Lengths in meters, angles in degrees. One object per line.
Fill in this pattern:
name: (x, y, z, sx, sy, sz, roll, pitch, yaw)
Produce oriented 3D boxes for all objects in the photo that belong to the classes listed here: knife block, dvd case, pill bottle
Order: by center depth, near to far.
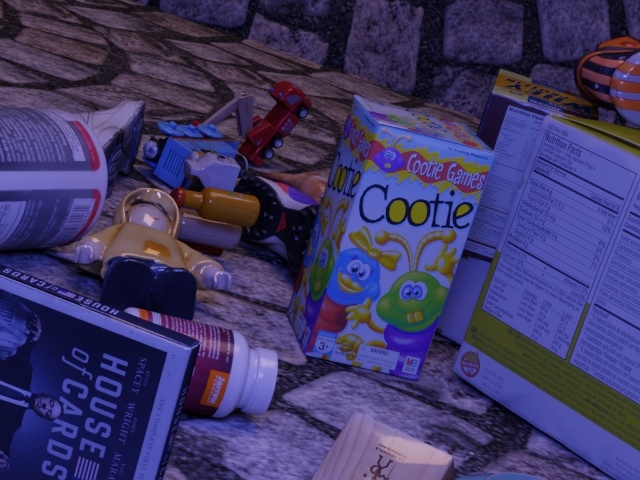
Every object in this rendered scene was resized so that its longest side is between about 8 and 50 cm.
knife block: (0.009, 0.265, 1.245, 0.088, 0.242, 0.275, 24, -29, 19)
dvd case: (-0.224, 0.117, 1.283, 0.239, 0.179, 0.029, 20, 19, 11)
pill bottle: (-0.121, 0.119, 1.584, 0.152, 0.086, 0.086, 13, 15, -14)
pill bottle: (-0.381, -0.067, 1.820, 0.161, 0.161, 0.283, 26, 16, 31)

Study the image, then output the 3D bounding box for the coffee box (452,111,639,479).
coffee box: (0.422, 0.076, 1.890, 0.338, 0.334, 0.338, 4, 20, -43)

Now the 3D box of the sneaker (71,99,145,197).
sneaker: (-0.319, -0.143, 2.302, 0.129, 0.111, 0.297, 13, 13, 4)

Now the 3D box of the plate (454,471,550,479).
plate: (0.213, 0.259, 1.586, 0.188, 0.024, 0.188, 16, 15, -4)

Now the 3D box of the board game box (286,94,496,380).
board game box: (0.075, -0.005, 1.898, 0.142, 0.275, 0.144, 14, 14, -15)

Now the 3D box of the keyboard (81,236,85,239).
keyboard: (-0.405, -0.036, 1.974, 0.256, 0.014, 0.072, 9, 16, -28)

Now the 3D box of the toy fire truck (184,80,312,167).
toy fire truck: (-0.114, -0.188, 2.641, 0.047, 0.192, 0.135, 35, -6, 47)

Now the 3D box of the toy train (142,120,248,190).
toy train: (-0.179, -0.120, 2.441, 0.105, 0.080, 0.184, 36, 19, 26)

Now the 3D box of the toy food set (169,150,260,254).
toy food set: (-0.164, -0.051, 2.116, 0.105, 0.111, 0.232, 12, 18, -22)

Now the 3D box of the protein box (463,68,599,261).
protein box: (0.251, -0.088, 2.090, 0.136, 0.201, 0.200, 19, 16, 4)

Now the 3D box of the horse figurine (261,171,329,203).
horse figurine: (0.014, -0.054, 2.439, 0.174, 0.066, 0.263, 20, 11, -14)

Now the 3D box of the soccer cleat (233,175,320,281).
soccer cleat: (0.000, 0.000, 2.150, 0.116, 0.108, 0.318, 12, 12, -36)

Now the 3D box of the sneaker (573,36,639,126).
sneaker: (0.456, -0.193, 2.044, 0.321, 0.124, 0.180, 11, 13, -23)

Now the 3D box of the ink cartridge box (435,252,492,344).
ink cartridge box: (0.245, 0.062, 2.171, 0.201, 0.117, 0.278, 28, 17, 34)

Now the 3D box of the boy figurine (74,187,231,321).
boy figurine: (-0.185, 0.022, 1.871, 0.177, 0.092, 0.285, 13, 18, -9)
